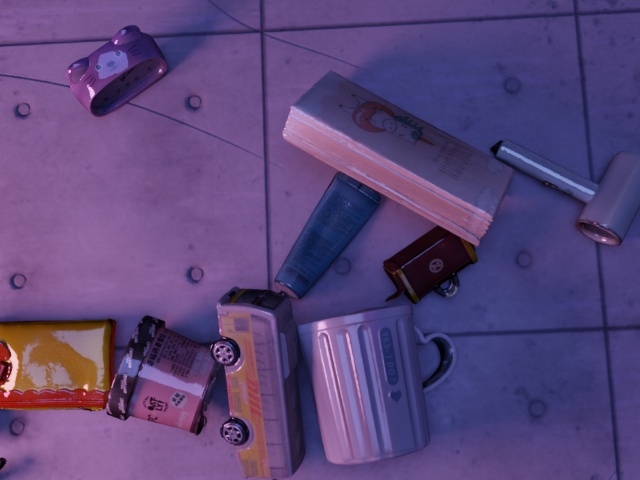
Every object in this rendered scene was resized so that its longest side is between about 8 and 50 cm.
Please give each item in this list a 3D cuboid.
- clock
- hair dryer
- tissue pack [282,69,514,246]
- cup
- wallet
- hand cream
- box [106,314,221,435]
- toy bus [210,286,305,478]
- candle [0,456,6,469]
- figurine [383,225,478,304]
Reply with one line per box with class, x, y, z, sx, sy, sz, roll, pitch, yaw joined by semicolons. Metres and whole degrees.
clock;-0.313;-0.259;1.320;0.153;0.110;0.050;-36;78;-3
hair dryer;0.371;-0.101;1.297;0.236;0.073;0.131;28;81;16
tissue pack;0.119;-0.128;1.258;0.325;0.170;0.071;29;125;7
cup;0.090;0.195;1.202;0.221;0.167;0.201;-11;83;3
wallet;-0.428;0.186;1.275;0.241;0.067;0.141;-2;82;2
hand cream;0.000;0.000;1.303;0.083;0.048;0.224;34;78;7
box;-0.215;0.199;1.227;0.135;0.151;0.151;21;82;-3
toy bus;-0.082;0.200;1.194;0.106;0.092;0.268;0;105;16
candle;-0.582;0.412;1.249;0.302;0.059;0.084;-35;93;-1
figurine;0.161;0.049;1.275;0.154;0.082;0.098;-36;103;-3
